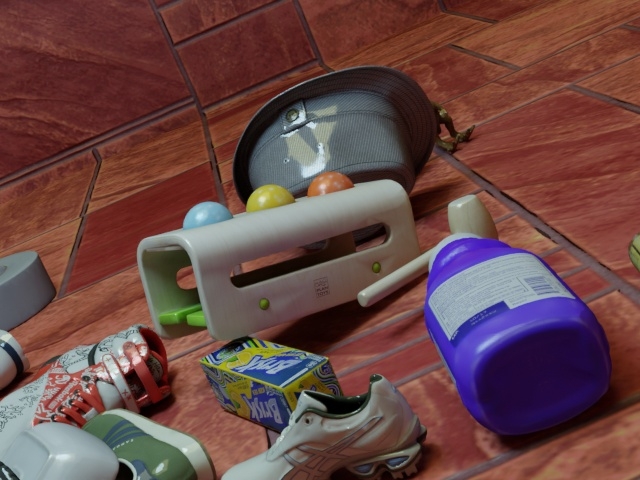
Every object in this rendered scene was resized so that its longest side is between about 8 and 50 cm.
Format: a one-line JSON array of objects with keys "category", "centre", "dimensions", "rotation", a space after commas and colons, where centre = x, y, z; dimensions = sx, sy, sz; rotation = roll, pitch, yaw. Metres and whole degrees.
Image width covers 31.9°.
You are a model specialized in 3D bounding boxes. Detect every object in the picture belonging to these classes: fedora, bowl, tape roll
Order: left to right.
[{"category": "tape roll", "centre": [-0.536, 0.098, 1.784], "dimensions": [0.219, 0.072, 0.219], "rotation": [-21, 16, 6]}, {"category": "bowl", "centre": [-0.242, 0.218, 0.941], "dimensions": [0.142, 0.053, 0.142], "rotation": [-58, 29, -12]}, {"category": "fedora", "centre": [0.025, -0.082, 1.409], "dimensions": [0.275, 0.244, 0.124], "rotation": [-19, 46, 7]}]

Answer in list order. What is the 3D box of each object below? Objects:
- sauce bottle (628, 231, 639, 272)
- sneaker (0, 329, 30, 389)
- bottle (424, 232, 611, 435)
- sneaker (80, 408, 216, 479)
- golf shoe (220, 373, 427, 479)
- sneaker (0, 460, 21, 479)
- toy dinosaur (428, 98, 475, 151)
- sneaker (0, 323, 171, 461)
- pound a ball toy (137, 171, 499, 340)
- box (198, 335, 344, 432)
[{"category": "sauce bottle", "centre": [0.293, 0.027, 0.939], "dimensions": [0.042, 0.042, 0.128], "rotation": [-21, 19, 8]}, {"category": "sneaker", "centre": [-0.491, 0.172, 1.481], "dimensions": [0.235, 0.090, 0.095], "rotation": [-11, 30, 40]}, {"category": "bottle", "centre": [0.146, 0.062, 0.934], "dimensions": [0.118, 0.092, 0.283], "rotation": [-22, 16, 1]}, {"category": "sneaker", "centre": [-0.180, 0.200, 0.989], "dimensions": [0.086, 0.064, 0.192], "rotation": [-30, 20, -37]}, {"category": "golf shoe", "centre": [-0.009, 0.154, 0.873], "dimensions": [0.176, 0.086, 0.069], "rotation": [-21, 18, 13]}, {"category": "sneaker", "centre": [-0.317, 0.219, 0.842], "dimensions": [0.286, 0.109, 0.130], "rotation": [-6, 29, 49]}, {"category": "toy dinosaur", "centre": [0.167, -0.173, 1.670], "dimensions": [0.064, 0.112, 0.211], "rotation": [-50, -19, -13]}, {"category": "sneaker", "centre": [-0.241, 0.167, 1.135], "dimensions": [0.145, 0.090, 0.270], "rotation": [-22, 14, 15]}, {"category": "pound a ball toy", "centre": [0.000, 0.000, 1.154], "dimensions": [0.319, 0.136, 0.208], "rotation": [-17, 6, -34]}, {"category": "box", "centre": [-0.045, 0.133, 1.029], "dimensions": [0.054, 0.059, 0.169], "rotation": [-32, 18, -26]}]
